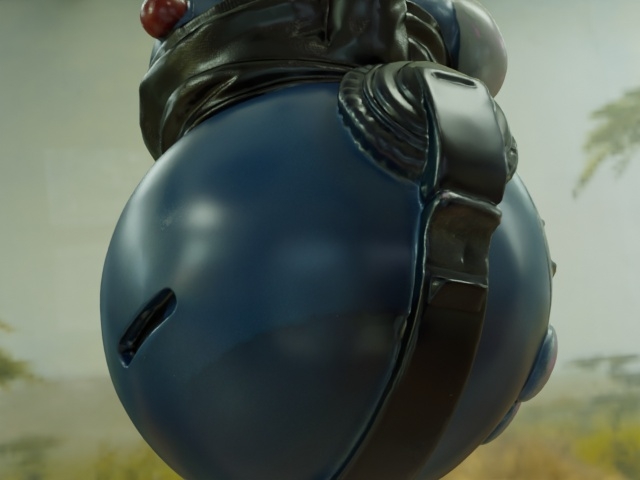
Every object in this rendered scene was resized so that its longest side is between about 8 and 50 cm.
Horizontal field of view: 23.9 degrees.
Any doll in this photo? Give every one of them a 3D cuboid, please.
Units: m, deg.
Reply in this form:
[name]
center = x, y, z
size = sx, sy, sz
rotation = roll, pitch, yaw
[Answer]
[doll]
center = 0.000, 0.000, 0.800
size = 0.240, 0.310, 0.284
rotation = 10, -41, -29
